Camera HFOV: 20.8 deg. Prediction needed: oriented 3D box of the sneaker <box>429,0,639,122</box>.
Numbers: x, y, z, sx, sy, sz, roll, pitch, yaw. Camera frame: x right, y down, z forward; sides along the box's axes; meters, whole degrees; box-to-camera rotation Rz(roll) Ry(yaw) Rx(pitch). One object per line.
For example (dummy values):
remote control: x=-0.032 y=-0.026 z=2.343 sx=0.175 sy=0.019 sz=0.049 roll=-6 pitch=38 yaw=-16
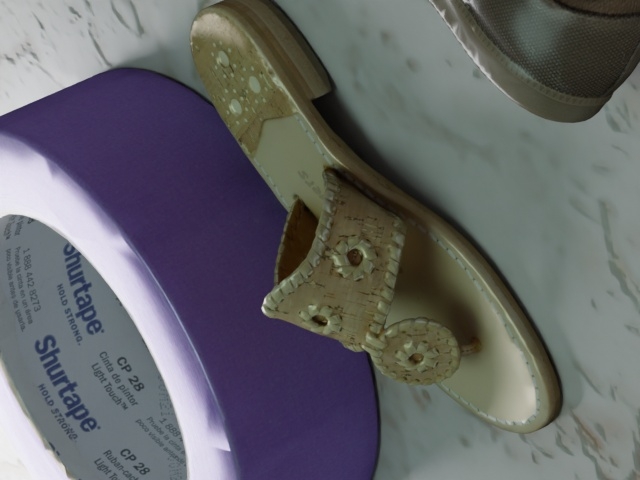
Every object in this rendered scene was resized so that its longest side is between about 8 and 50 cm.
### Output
sneaker: x=0.049 y=-0.128 z=0.616 sx=0.188 sy=0.066 sz=0.071 roll=46 pitch=129 yaw=14

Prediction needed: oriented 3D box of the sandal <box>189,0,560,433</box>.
sandal: x=-0.002 y=0.003 z=0.758 sx=0.240 sy=0.079 sz=0.088 roll=54 pitch=148 yaw=12

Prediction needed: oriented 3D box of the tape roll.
tape roll: x=-0.094 y=0.052 z=0.919 sx=0.275 sy=0.090 sz=0.274 roll=36 pitch=141 yaw=36
